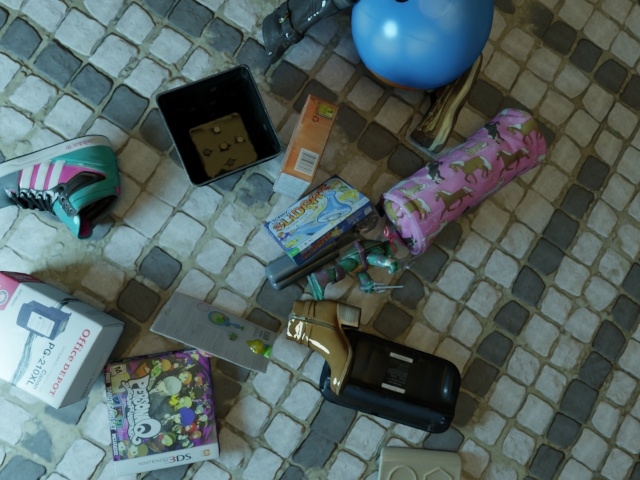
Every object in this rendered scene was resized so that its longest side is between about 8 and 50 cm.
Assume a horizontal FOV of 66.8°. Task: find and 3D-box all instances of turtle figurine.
[{"bbox_3d":[0.092,0.058,1.033,0.234,0.175,0.118,-19,68,-10],"label":"turtle figurine"}]

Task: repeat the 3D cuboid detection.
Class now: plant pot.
[{"bbox_3d":[-0.200,-0.216,0.994,0.188,0.167,0.187,-23,91,-9],"label":"plant pot"}]

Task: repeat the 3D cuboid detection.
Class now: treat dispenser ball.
[{"bbox_3d":[0.208,-0.460,1.009,0.288,0.288,0.288,0,87,-9],"label":"treat dispenser ball"}]

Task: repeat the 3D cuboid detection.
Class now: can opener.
[{"bbox_3d":[0.000,0.000,1.074,0.283,0.076,0.095,-29,59,-9],"label":"can opener"}]

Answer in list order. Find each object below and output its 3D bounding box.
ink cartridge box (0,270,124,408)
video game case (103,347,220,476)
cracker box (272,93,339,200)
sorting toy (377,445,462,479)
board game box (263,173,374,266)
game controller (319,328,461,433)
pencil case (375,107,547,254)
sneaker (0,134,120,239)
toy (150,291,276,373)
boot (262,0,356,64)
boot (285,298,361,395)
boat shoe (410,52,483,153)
[{"bbox_3d":[-0.536,0.187,0.934,0.237,0.100,0.172,26,83,4],"label":"ink cartridge box"},{"bbox_3d":[-0.326,0.350,1.006,0.210,0.042,0.232,-6,88,-11],"label":"video game case"},{"bbox_3d":[-0.036,-0.177,0.983,0.067,0.232,0.155,20,84,-8],"label":"cracker box"},{"bbox_3d":[0.214,0.575,1.085,0.193,0.038,0.208,8,81,-8],"label":"sorting toy"},{"bbox_3d":[-0.006,-0.048,1.038,0.201,0.136,0.035,-37,135,-9],"label":"board game box"},{"bbox_3d":[0.161,0.314,1.083,0.319,0.067,0.166,20,70,-8],"label":"game controller"},{"bbox_3d":[0.315,-0.135,1.069,0.386,0.167,0.160,-36,114,-9],"label":"pencil case"},{"bbox_3d":[-0.531,-0.075,0.963,0.296,0.124,0.178,-25,82,-10],"label":"sneaker"},{"bbox_3d":[-0.217,0.202,1.004,0.237,0.137,0.056,20,116,-5],"label":"toy"},{"bbox_3d":[-0.038,-0.522,1.032,0.091,0.229,0.263,33,47,-40],"label":"boot"},{"bbox_3d":[-0.001,0.219,1.025,0.152,0.073,0.197,7,60,10],"label":"boot"},{"bbox_3d":[0.285,-0.334,1.114,0.095,0.095,0.257,25,84,-1],"label":"boat shoe"}]
